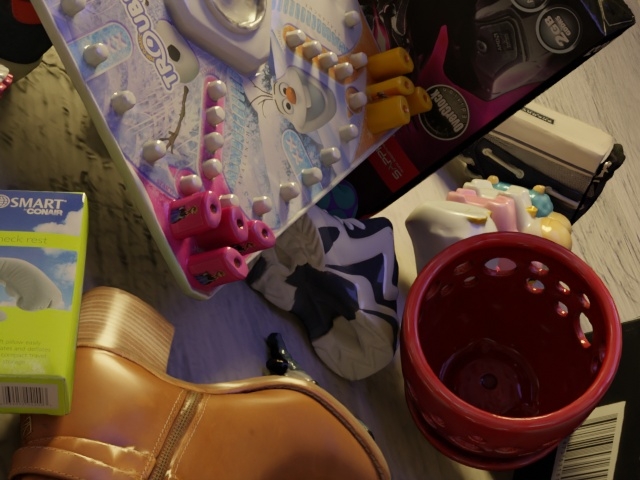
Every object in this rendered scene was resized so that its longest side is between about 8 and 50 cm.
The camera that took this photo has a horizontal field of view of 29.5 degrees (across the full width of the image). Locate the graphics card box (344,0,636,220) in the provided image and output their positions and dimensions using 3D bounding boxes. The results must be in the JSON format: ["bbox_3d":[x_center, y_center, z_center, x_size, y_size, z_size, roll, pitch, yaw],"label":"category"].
[{"bbox_3d":[0.097,-0.198,1.210,0.094,0.371,0.233,-27,83,-53],"label":"graphics card box"}]

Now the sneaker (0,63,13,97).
[{"bbox_3d":[-0.290,-0.071,0.712,0.112,0.121,0.299,48,26,-3],"label":"sneaker"}]

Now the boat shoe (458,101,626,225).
[{"bbox_3d":[0.218,-0.122,1.623,0.340,0.158,0.127,28,30,10],"label":"boat shoe"}]

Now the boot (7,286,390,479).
[{"bbox_3d":[-0.072,0.170,0.792,0.283,0.109,0.220,40,28,-22],"label":"boot"}]

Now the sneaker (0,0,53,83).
[{"bbox_3d":[-0.310,-0.250,0.854,0.350,0.148,0.131,27,37,-42],"label":"sneaker"}]

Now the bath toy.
[{"bbox_3d":[0.201,0.010,1.427,0.151,0.129,0.348,15,13,22],"label":"bath toy"}]

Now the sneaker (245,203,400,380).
[{"bbox_3d":[0.000,0.000,1.131,0.235,0.094,0.153,48,26,-13],"label":"sneaker"}]

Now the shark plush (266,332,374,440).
[{"bbox_3d":[-0.012,0.150,1.016,0.161,0.073,0.067,45,-1,30],"label":"shark plush"}]

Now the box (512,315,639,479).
[{"bbox_3d":[0.348,0.276,1.192,0.294,0.183,0.296,41,49,-26],"label":"box"}]

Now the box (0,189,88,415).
[{"bbox_3d":[-0.204,0.028,0.763,0.109,0.042,0.178,2,45,-7],"label":"box"}]

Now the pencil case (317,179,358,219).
[{"bbox_3d":[-0.032,-0.054,1.173,0.151,0.064,0.070,25,55,-45],"label":"pencil case"}]

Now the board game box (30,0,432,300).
[{"bbox_3d":[-0.071,-0.208,0.981,0.390,0.050,0.390,-44,113,-51],"label":"board game box"}]

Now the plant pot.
[{"bbox_3d":[0.162,0.113,1.113,0.174,0.191,0.191,96,-24,-61],"label":"plant pot"}]
